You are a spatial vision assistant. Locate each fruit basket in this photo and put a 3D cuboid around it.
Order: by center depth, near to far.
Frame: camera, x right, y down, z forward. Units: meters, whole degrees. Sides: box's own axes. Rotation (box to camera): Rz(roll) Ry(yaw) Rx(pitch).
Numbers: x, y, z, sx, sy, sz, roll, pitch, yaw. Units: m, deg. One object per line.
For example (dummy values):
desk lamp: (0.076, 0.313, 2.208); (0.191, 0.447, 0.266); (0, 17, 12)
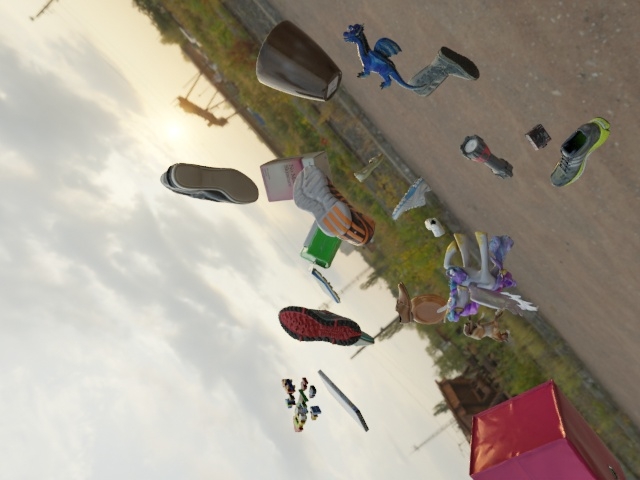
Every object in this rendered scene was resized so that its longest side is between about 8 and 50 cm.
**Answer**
fruit basket: (0.000, 0.000, 2.062); (0.165, 0.327, 0.353); (26, 177, -8)

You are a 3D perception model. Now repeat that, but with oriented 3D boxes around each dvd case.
dvd case: (0.091, 0.648, 1.758); (0.253, 0.022, 0.180); (34, 155, 44)

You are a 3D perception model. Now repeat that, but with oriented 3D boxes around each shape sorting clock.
shape sorting clock: (0.028, 0.205, 1.984); (0.206, 0.040, 0.206); (47, 168, 13)

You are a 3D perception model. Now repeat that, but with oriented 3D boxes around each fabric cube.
fabric cube: (0.558, 0.560, 1.076); (0.258, 0.259, 0.254); (53, -154, 4)

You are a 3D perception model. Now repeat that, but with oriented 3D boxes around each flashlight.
flashlight: (0.741, -0.366, 1.928); (0.304, 0.103, 0.103); (18, 165, -39)

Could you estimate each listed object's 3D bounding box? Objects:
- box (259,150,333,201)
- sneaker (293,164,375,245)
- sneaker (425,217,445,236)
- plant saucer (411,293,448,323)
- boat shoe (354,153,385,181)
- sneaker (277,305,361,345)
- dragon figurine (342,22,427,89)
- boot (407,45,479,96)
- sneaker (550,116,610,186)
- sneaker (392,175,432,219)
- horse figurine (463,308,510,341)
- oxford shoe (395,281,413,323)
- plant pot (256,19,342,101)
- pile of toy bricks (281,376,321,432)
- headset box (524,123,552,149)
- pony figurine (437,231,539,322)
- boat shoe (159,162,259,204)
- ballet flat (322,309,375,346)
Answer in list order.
box: (-0.088, -0.238, 1.626); (0.127, 0.232, 0.149); (-42, -56, -57)
sneaker: (0.040, -0.085, 1.261); (0.180, 0.124, 0.321); (30, -158, -43)
sneaker: (0.462, -0.069, 1.770); (0.061, 0.053, 0.152); (58, -175, -20)
plant saucer: (0.523, 0.341, 2.105); (0.200, 0.200, 0.037); (46, -149, -24)
boat shoe: (0.200, -0.302, 1.747); (0.048, 0.153, 0.056); (44, 171, -5)
sneaker: (-0.008, 0.266, 1.361); (0.261, 0.104, 0.125); (17, 180, -5)
dragon figurine: (0.188, -0.548, 1.314); (0.289, 0.085, 0.144); (33, 159, 15)
boot: (0.448, -0.592, 1.592); (0.189, 0.076, 0.208); (32, 150, -7)
sneaker: (0.952, -0.327, 1.648); (0.300, 0.121, 0.111); (99, 151, -45)
sneaker: (0.345, -0.144, 1.617); (0.083, 0.191, 0.071); (39, -177, 0)
horse figurine: (0.709, 0.367, 1.868); (0.066, 0.263, 0.175); (-131, 42, -59)
oxford shoe: (0.380, 0.295, 2.011); (0.076, 0.076, 0.212); (-105, 4, -75)
plant pot: (-0.052, -0.559, 1.419); (0.230, 0.215, 0.215); (34, -177, 10)
pile of toy bricks: (-0.070, 0.579, 1.511); (0.118, 0.105, 0.212); (4, -159, -26)
headset box: (0.828, -0.389, 1.647); (0.083, 0.062, 0.032); (51, -175, -7)
pony figurine: (0.623, 0.155, 1.653); (0.350, 0.364, 0.302); (4, 173, 41)
boat shoe: (-0.348, -0.181, 1.390); (0.095, 0.112, 0.335); (-4, 172, 40)
ballet flat: (0.090, 0.349, 1.635); (0.248, 0.086, 0.086); (27, 174, 31)
